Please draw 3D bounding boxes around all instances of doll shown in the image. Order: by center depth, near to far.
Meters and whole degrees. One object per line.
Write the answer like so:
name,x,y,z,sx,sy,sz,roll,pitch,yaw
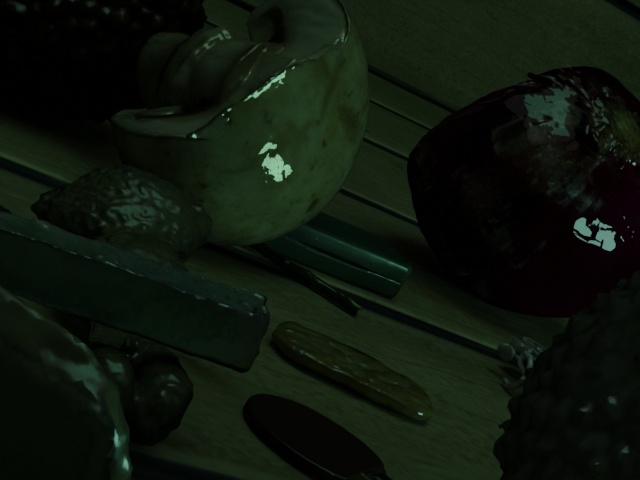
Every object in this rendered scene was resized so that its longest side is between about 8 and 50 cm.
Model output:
doll,-0.117,0.035,0.918,0.203,0.091,0.286,-4,29,-36

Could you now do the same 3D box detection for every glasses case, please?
glasses case,0.000,0.000,1.409,0.184,0.039,0.078,22,15,-31

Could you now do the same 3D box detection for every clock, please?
clock,0.212,0.131,1.372,0.087,0.041,0.129,27,17,-26

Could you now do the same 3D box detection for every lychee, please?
lychee,0.244,0.152,0.863,0.300,0.300,0.300,28,12,-7
lychee,-0.231,-0.228,1.368,0.236,0.236,0.271,33,28,15

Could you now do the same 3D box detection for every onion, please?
onion,0.264,-0.034,1.647,0.337,0.282,0.260,-7,70,-51

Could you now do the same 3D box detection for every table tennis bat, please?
table tennis bat,0.017,0.146,0.933,0.158,0.014,0.095,32,11,21

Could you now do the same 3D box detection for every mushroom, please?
mushroom,-0.068,-0.097,1.273,0.195,0.189,0.254,17,45,42

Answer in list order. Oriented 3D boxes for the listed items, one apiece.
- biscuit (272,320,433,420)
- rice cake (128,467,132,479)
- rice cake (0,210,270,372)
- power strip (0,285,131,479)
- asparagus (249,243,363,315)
biscuit,0.027,0.102,1.118,0.147,0.018,0.071,28,15,-15
rice cake,-0.202,0.056,0.730,0.290,0.051,0.081,36,-20,24
rice cake,-0.124,0.023,0.790,0.211,0.043,0.034,20,17,-23
power strip,-0.150,0.056,0.476,0.213,0.198,0.064,32,37,12
asparagus,-0.031,0.021,1.309,0.163,0.016,0.016,32,31,7
